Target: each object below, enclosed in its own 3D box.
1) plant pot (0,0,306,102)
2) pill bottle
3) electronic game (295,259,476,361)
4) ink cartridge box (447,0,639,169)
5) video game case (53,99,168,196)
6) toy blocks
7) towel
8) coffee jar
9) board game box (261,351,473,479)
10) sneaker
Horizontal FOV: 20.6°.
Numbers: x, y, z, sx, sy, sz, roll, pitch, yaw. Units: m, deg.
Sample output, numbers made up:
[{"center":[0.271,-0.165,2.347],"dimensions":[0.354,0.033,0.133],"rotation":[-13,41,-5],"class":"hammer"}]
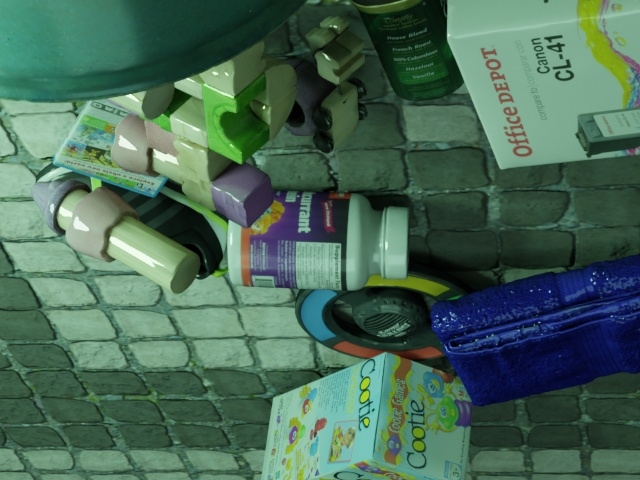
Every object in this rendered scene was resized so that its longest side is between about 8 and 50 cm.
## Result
[{"center":[-0.178,-0.330,1.199],"dimensions":[0.341,0.341,0.334],"rotation":[-1,133,10],"class":"plant pot"},{"center":[0.000,0.000,1.924],"dimensions":[0.193,0.108,0.108],"rotation":[2,149,4],"class":"pill bottle"},{"center":[0.083,0.088,2.114],"dimensions":[0.229,0.048,0.229],"rotation":[3,149,2],"class":"electronic game"},{"center":[0.284,-0.184,1.561],"dimensions":[0.306,0.131,0.226],"rotation":[-7,147,16],"class":"ink cartridge box"},{"center":[-0.193,-0.114,1.829],"dimensions":[0.119,0.015,0.166],"rotation":[18,137,-22],"class":"video game case"},{"center":[-0.153,-0.167,1.617],"dimensions":[0.260,0.309,0.288],"rotation":[28,145,26],"class":"toy blocks"},{"center":[0.300,0.115,2.065],"dimensions":[0.308,0.076,0.227],"rotation":[-14,144,14],"class":"towel"},{"center":[0.076,-0.213,1.574],"dimensions":[0.079,0.096,0.184],"rotation":[-9,147,16],"class":"coffee jar"},{"center":[0.058,0.257,2.270],"dimensions":[0.142,0.144,0.275],"rotation":[20,154,-26],"class":"board game box"},{"center":[-0.200,-0.020,1.928],"dimensions":[0.235,0.097,0.084],"rotation":[18,146,-20],"class":"sneaker"}]
